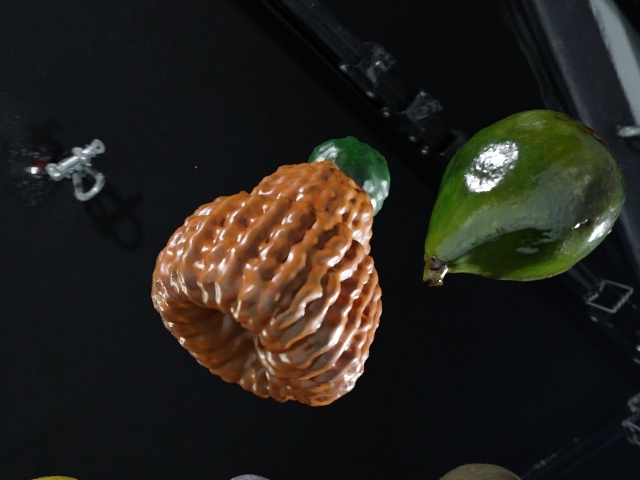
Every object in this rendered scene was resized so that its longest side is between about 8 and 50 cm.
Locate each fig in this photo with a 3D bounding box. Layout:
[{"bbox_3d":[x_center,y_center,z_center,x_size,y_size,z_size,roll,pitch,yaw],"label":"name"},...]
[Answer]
[{"bbox_3d":[0.206,-0.037,0.654,0.244,0.195,0.195,-25,-79,-19],"label":"fig"}]

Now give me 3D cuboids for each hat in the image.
[{"bbox_3d":[0.000,0.000,0.758,0.285,0.285,0.400,44,-119,-13],"label":"hat"}]

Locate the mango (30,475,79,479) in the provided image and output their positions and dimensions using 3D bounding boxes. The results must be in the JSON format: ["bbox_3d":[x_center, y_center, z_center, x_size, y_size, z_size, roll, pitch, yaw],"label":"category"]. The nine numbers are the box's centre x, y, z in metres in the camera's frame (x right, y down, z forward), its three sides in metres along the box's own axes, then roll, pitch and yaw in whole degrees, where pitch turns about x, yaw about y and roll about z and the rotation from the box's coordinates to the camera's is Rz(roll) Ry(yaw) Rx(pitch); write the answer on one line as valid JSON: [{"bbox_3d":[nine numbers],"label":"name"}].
[{"bbox_3d":[-0.467,0.443,0.822,0.195,0.331,0.142,-14,-86,1],"label":"mango"}]

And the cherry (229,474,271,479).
[{"bbox_3d":[-0.140,0.544,1.150,0.176,0.176,0.140,11,-62,-13],"label":"cherry"}]

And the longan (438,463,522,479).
[{"bbox_3d":[0.275,0.501,1.044,0.220,0.196,0.197,-33,-75,-44],"label":"longan"}]
